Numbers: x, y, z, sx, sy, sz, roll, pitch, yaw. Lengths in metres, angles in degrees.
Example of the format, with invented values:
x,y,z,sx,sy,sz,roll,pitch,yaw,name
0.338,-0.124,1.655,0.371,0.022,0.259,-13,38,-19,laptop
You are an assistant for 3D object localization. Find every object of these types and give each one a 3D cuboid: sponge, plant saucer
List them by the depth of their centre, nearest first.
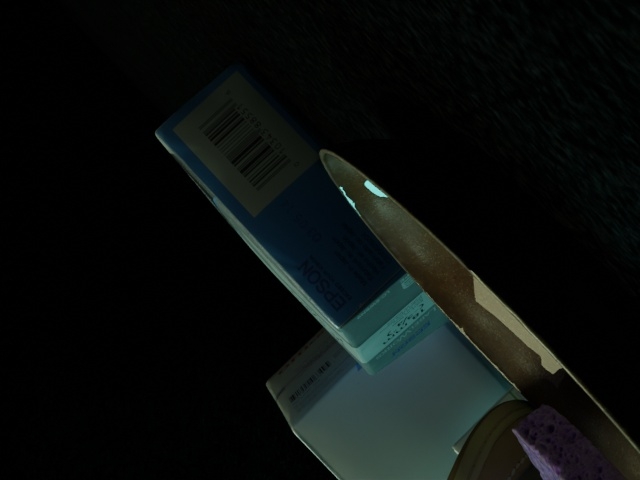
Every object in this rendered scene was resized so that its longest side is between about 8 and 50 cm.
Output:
x,y,z,sx,sy,sz,roll,pitch,yaw,name
0.121,0.047,0.880,0.310,0.050,0.310,47,177,4,plant saucer
0.189,0.198,0.885,0.210,0.031,0.117,56,176,-24,sponge

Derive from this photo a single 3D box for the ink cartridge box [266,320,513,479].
x,y,z,sx,sy,sz,roll,pitch,yaw,name
0.085,0.181,1.684,0.197,0.198,0.270,47,178,-9,ink cartridge box

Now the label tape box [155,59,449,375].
x,y,z,sx,sy,sz,roll,pitch,yaw,name
0.000,0.000,1.397,0.240,0.106,0.333,47,177,17,label tape box

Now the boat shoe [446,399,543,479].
x,y,z,sx,sy,sz,roll,pitch,yaw,name
0.182,0.189,1.066,0.110,0.121,0.341,22,-176,29,boat shoe

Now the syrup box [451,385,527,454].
x,y,z,sx,sy,sz,roll,pitch,yaw,name
0.241,0.255,1.447,0.237,0.096,0.093,45,178,18,syrup box
